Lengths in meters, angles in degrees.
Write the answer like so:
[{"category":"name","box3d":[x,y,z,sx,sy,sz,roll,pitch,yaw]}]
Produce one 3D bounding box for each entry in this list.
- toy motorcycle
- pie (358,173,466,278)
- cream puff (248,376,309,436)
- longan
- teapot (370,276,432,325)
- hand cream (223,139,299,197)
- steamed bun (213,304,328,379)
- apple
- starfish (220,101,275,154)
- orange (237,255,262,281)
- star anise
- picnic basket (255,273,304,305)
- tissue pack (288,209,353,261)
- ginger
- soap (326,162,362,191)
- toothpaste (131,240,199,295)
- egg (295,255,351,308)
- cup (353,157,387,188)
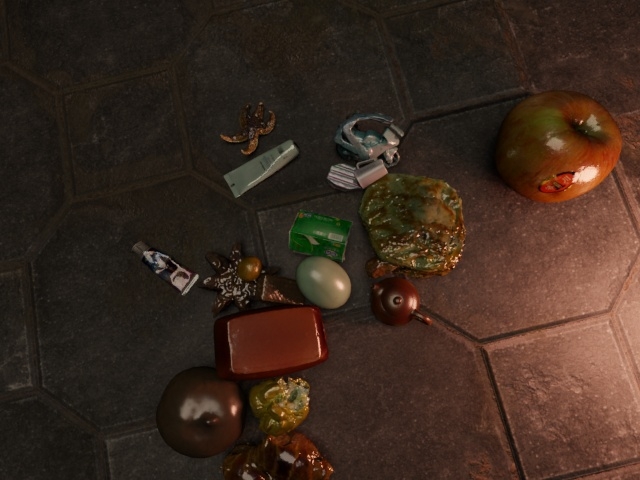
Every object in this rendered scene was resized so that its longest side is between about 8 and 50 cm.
[{"category":"toy motorcycle","box3d":[0.186,-0.387,1.608,0.260,0.206,0.154,11,41,5]},{"category":"pie","box3d":[0.338,-0.070,1.533,0.396,0.180,0.417,0,66,3]},{"category":"cream puff","box3d":[-0.144,0.564,1.420,0.195,0.221,0.194,-20,60,38]},{"category":"longan","box3d":[-0.388,0.569,1.397,0.298,0.297,0.297,-1,79,3]},{"category":"teapot","box3d":[0.286,0.230,1.502,0.252,0.135,0.178,32,86,9]},{"category":"hand cream","box3d":[-0.229,-0.297,1.672,0.321,0.067,0.109,-31,80,1]},{"category":"steamed bun","box3d":[-0.175,0.346,1.436,0.380,0.248,0.234,-5,78,-23]},{"category":"apple","box3d":[0.820,-0.325,1.500,0.401,0.333,0.399,5,70,-14]},{"category":"starfish","box3d":[-0.289,-0.450,1.700,0.216,0.071,0.238,-5,69,7]},{"category":"orange","box3d":[-0.248,0.101,1.471,0.085,0.085,0.095,22,73,7]},{"category":"star anise","box3d":[-0.297,0.143,1.558,0.316,0.108,0.315,0,79,2]},{"category":"picnic basket","box3d":[-0.139,0.184,1.519,0.194,0.055,0.110,15,76,-34]},{"category":"tissue pack","box3d":[-0.001,-0.001,1.565,0.209,0.156,0.148,13,44,6]},{"category":"ginger","box3d":[-0.139,0.784,1.402,0.358,0.152,0.274,-23,79,0]},{"category":"soap","box3d":[0.102,-0.243,1.641,0.149,0.056,0.100,19,80,6]},{"category":"toothpaste","box3d":[-0.601,0.099,1.614,0.266,0.061,0.096,35,81,2]},{"category":"egg","box3d":[0.009,0.149,1.498,0.231,0.168,0.168,40,82,-26]},{"category":"cup","box3d":[0.181,-0.261,1.568,0.116,0.074,0.104,-29,58,13]}]
